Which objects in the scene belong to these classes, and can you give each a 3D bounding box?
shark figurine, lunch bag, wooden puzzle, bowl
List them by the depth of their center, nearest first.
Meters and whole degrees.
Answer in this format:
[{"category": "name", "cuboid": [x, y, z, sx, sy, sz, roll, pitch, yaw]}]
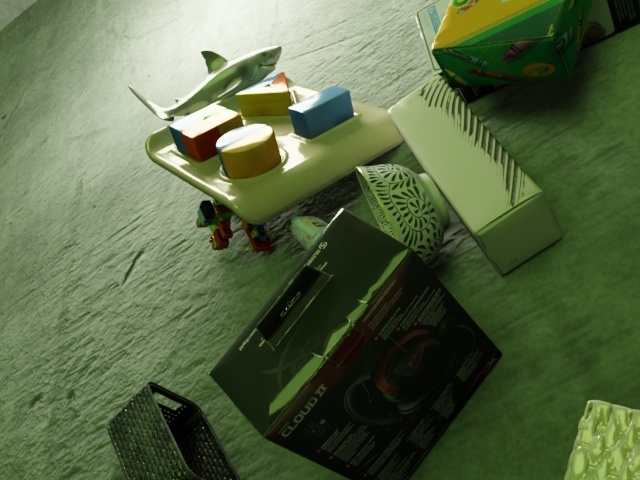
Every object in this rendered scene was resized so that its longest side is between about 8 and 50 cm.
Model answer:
[{"category": "bowl", "cuboid": [0.117, -0.038, 0.845, 0.080, 0.170, 0.170, -27, 47, 2]}, {"category": "lunch bag", "cuboid": [0.000, 0.000, 0.951, 0.053, 0.083, 0.071, -51, 44, -4]}, {"category": "wooden puzzle", "cuboid": [-0.087, -0.186, 1.061, 0.322, 0.080, 0.348, -32, 41, -24]}, {"category": "shark figurine", "cuboid": [-0.218, -0.303, 1.224, 0.278, 0.116, 0.166, -29, 2, -13]}]

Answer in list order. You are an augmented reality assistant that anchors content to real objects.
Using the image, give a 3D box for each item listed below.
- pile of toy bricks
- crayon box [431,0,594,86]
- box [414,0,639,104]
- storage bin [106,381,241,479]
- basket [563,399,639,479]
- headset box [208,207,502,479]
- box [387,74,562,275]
[{"category": "pile of toy bricks", "cuboid": [-0.167, -0.040, 1.104, 0.105, 0.118, 0.212, -60, 44, 38]}, {"category": "crayon box", "cuboid": [0.276, -0.341, 0.865, 0.165, 0.081, 0.278, 7, 65, 39]}, {"category": "box", "cuboid": [0.300, -0.337, 0.966, 0.290, 0.087, 0.169, -22, 50, 22]}, {"category": "storage bin", "cuboid": [-0.195, 0.290, 0.862, 0.084, 0.122, 0.180, -46, 45, 0]}, {"category": "basket", "cuboid": [0.276, 0.236, 0.570, 0.113, 0.103, 0.167, 7, 64, 38]}, {"category": "headset box", "cuboid": [0.044, 0.124, 0.683, 0.218, 0.293, 0.110, -52, 45, -5]}, {"category": "box", "cuboid": [0.196, -0.094, 0.857, 0.094, 0.113, 0.275, -35, 47, 10]}]
